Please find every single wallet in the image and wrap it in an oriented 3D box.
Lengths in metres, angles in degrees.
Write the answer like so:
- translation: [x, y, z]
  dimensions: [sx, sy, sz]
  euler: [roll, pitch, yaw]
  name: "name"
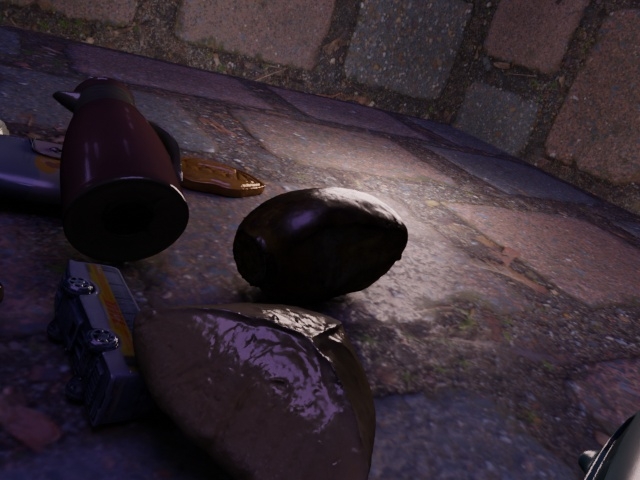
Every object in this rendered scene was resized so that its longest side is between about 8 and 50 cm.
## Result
- translation: [-0.406, -0.095, 0.764]
  dimensions: [0.231, 0.069, 0.170]
  euler: [11, 27, -30]
  name: "wallet"

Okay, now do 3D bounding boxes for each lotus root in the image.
- translation: [0.000, 0.000, 0.724]
  dimensions: [0.275, 0.160, 0.152]
  euler: [-8, 44, -46]
  name: "lotus root"

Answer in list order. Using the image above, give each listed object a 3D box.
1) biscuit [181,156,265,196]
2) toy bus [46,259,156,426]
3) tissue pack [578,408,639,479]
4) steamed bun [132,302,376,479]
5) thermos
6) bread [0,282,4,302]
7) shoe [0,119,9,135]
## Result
- translation: [-0.219, -0.130, 1.026]
  dimensions: [0.220, 0.029, 0.142]
  euler: [10, 24, -16]
  name: "biscuit"
- translation: [-0.208, 0.091, 0.493]
  dimensions: [0.075, 0.064, 0.190]
  euler: [12, 20, -44]
  name: "toy bus"
- translation: [0.274, 0.226, 0.348]
  dimensions: [0.206, 0.198, 0.287]
  euler: [34, 33, 30]
  name: "tissue pack"
- translation: [-0.019, 0.128, 0.441]
  dimensions: [0.231, 0.110, 0.212]
  euler: [9, 34, -47]
  name: "steamed bun"
- translation: [-0.271, -0.113, 0.708]
  dimensions: [0.176, 0.146, 0.265]
  euler: [15, 37, -42]
  name: "thermos"
- translation: [-0.409, 0.043, 0.463]
  dimensions: [0.214, 0.053, 0.073]
  euler: [12, 27, -20]
  name: "bread"
- translation: [-0.625, -0.204, 0.738]
  dimensions: [0.124, 0.159, 0.316]
  euler: [28, 28, 27]
  name: "shoe"
